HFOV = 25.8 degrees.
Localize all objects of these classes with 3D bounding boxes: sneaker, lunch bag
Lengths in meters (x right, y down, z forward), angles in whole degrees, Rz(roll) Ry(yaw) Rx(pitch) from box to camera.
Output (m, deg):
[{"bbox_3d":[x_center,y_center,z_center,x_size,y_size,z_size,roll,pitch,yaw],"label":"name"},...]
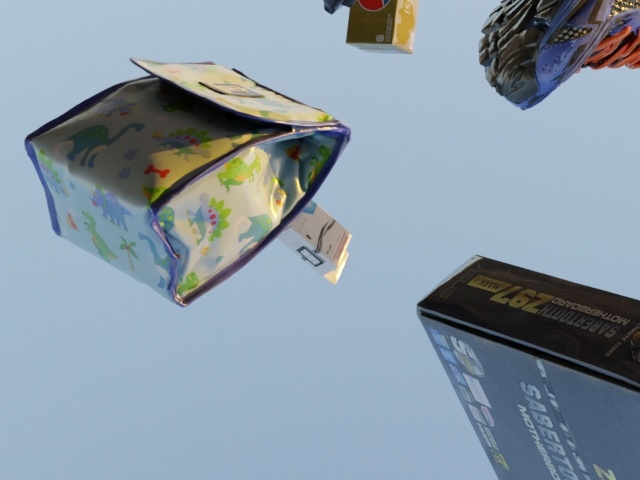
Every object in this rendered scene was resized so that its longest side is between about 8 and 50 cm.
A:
[{"bbox_3d":[0.162,-0.115,0.671,0.221,0.087,0.083,-35,-178,-34],"label":"sneaker"},{"bbox_3d":[-0.076,-0.050,0.837,0.151,0.096,0.129,-35,-135,-30],"label":"lunch bag"}]

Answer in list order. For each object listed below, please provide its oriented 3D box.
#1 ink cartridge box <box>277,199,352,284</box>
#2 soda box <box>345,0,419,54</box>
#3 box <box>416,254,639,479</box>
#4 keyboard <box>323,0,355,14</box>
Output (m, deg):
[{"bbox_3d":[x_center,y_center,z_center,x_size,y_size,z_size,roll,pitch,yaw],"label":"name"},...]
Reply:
[{"bbox_3d":[0.000,0.000,1.396,0.028,0.083,0.048,-28,-151,45],"label":"ink cartridge box"},{"bbox_3d":[0.076,-0.303,1.564,0.061,0.181,0.058,6,178,29],"label":"soda box"},{"bbox_3d":[0.167,0.128,0.780,0.059,0.232,0.183,-40,-150,-22],"label":"box"},{"bbox_3d":[0.068,-0.175,0.598,0.180,0.023,0.108,-47,-172,24],"label":"keyboard"}]
